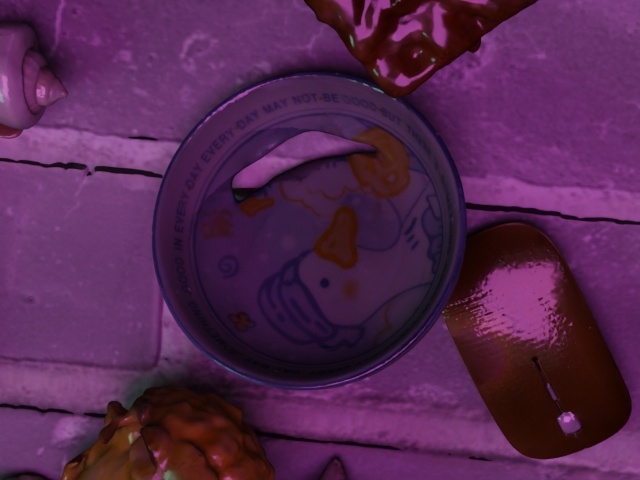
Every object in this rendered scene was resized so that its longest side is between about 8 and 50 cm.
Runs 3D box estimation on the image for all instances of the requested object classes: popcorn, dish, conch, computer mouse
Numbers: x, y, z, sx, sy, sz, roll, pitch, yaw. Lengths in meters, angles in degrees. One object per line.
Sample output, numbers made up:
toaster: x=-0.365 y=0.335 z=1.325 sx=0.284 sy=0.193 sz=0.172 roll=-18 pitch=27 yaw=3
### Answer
popcorn: x=-0.147 y=0.260 z=1.527 sx=0.190 sy=0.250 sz=0.250 roll=5 pitch=117 yaw=-38
dish: x=0.000 y=0.000 z=1.464 sx=0.273 sy=0.134 sz=0.273 roll=-2 pitch=79 yaw=12
conch: x=-0.301 y=-0.139 z=1.439 sx=0.176 sy=0.104 sz=0.094 roll=-1 pitch=84 yaw=7
computer mouse: x=0.196 y=0.099 z=1.533 sx=0.126 sy=0.056 sz=0.245 roll=-23 pitch=111 yaw=12

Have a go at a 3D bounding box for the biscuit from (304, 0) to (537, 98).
biscuit: x=0.068 y=-0.355 z=1.293 sx=0.342 sy=0.166 sz=0.395 roll=-35 pitch=105 yaw=17

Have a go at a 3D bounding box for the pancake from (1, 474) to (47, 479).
pancake: x=-0.291 y=0.285 z=1.636 sx=0.129 sy=0.022 sz=0.116 roll=19 pitch=103 yaw=-21

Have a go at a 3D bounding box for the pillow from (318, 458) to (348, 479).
pillow: x=-0.018 y=0.352 z=1.545 sx=0.067 sy=0.270 sz=0.173 roll=27 pitch=122 yaw=-29
